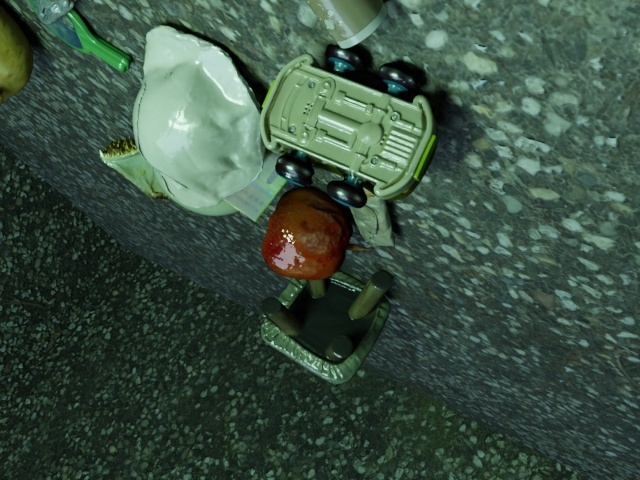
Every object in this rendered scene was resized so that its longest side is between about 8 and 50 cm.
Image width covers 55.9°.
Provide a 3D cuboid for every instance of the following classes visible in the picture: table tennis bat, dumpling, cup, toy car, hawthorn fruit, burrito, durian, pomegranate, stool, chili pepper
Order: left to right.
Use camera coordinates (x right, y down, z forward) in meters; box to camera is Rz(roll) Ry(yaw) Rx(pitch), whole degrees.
[{"bbox_3d":[-0.838,-0.455,1.415,0.307,0.307,0.307,29,162,10],"label":"pomegranate"},{"bbox_3d":[-0.521,-0.459,1.182,0.153,0.050,0.041,-10,173,38],"label":"chili pepper"},{"bbox_3d":[-0.512,-0.439,1.278,0.257,0.039,0.160,34,161,0],"label":"table tennis bat"},{"bbox_3d":[-0.488,-0.210,1.683,0.144,0.139,0.252,20,160,44],"label":"durian"},{"bbox_3d":[-0.226,-0.209,1.145,0.260,0.341,0.181,18,-164,17],"label":"dumpling"},{"bbox_3d":[0.000,0.000,1.355,0.243,0.207,0.207,16,161,2],"label":"hawthorn fruit"},{"bbox_3d":[0.018,0.181,1.646,0.310,0.310,0.226,27,153,13],"label":"stool"},{"bbox_3d":[0.024,-0.301,0.727,0.074,0.102,0.099,-28,126,25],"label":"cup"},{"bbox_3d":[0.052,-0.155,0.904,0.248,0.204,0.198,25,-176,15],"label":"toy car"},{"bbox_3d":[0.109,-0.048,1.245,0.087,0.060,0.226,16,156,27],"label":"burrito"}]

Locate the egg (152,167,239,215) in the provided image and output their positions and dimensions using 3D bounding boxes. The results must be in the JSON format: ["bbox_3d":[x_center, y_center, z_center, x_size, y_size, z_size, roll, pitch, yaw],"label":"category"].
[{"bbox_3d":[-0.259,-0.153,1.366,0.253,0.186,0.186,30,163,-6],"label":"egg"}]

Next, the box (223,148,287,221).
[{"bbox_3d":[-0.129,-0.143,1.237,0.121,0.030,0.193,35,117,-11],"label":"box"}]
